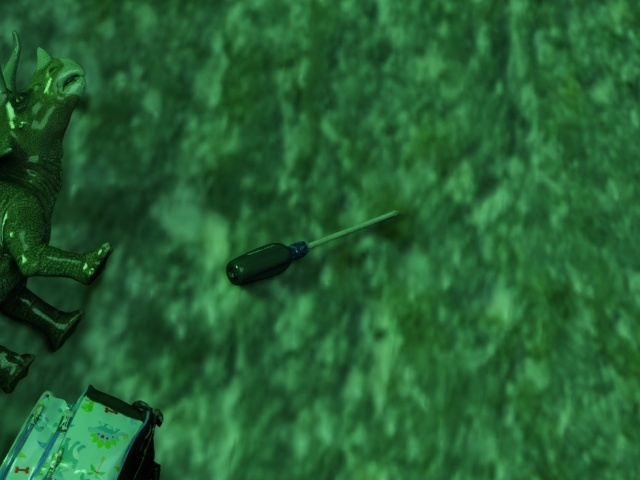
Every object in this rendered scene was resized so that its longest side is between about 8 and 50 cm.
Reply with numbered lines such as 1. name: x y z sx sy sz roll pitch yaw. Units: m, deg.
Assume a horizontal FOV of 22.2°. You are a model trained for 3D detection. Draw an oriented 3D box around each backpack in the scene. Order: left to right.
1. backpack: -0.155 0.157 1.010 0.084 0.105 0.114 19 58 6

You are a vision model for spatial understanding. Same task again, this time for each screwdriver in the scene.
1. screwdriver: 0.000 0.000 1.214 0.170 0.025 0.024 -22 80 -34

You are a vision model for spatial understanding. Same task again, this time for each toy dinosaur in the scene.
1. toy dinosaur: -0.241 0.020 1.036 0.160 0.121 0.313 37 59 6
